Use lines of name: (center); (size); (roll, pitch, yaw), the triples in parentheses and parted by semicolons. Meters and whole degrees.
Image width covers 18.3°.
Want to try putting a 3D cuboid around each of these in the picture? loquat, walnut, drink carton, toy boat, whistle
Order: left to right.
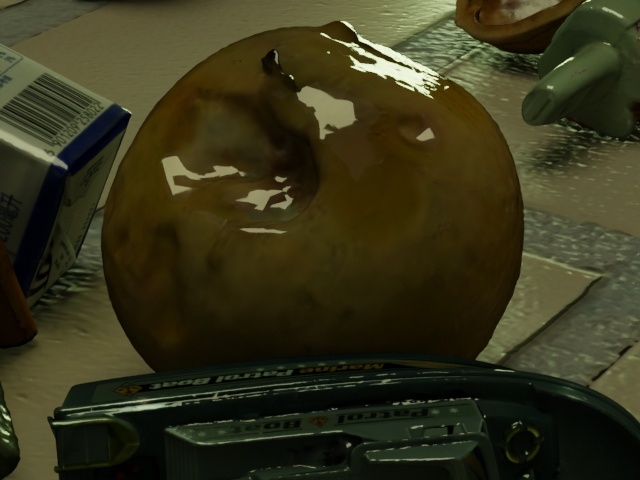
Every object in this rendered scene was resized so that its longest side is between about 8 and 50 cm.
drink carton: (-0.289, -0.083, 1.224); (0.315, 0.131, 0.106); (28, 30, 4)
loquat: (0.000, 0.000, 1.078); (0.243, 0.244, 0.244); (0, 26, 0)
toy boat: (0.019, 0.116, 0.949); (0.296, 0.114, 0.122); (-4, 20, -6)
walnut: (0.212, -0.224, 1.614); (0.211, 0.087, 0.167); (-40, 38, 19)
whistle: (0.225, -0.138, 1.480); (0.105, 0.102, 0.253); (20, 30, 29)

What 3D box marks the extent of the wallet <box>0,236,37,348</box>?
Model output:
wallet: (-0.274, -0.002, 1.147); (0.195, 0.161, 0.042); (2, 52, 11)

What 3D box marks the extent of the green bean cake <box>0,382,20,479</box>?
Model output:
green bean cake: (-0.253, 0.048, 1.014); (0.094, 0.185, 0.183); (-38, 31, 4)
